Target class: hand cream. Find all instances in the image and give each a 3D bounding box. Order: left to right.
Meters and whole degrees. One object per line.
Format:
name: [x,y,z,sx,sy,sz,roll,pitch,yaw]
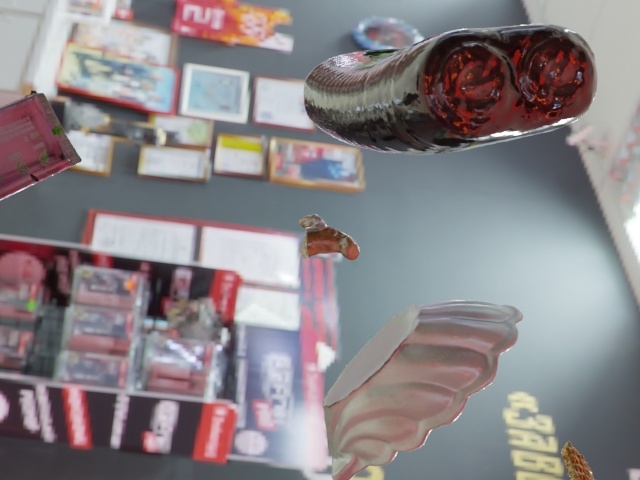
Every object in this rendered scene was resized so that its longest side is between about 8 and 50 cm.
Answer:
hand cream: [-0.335,-0.069,1.069,0.275,0.050,0.079,-38,128,-53]

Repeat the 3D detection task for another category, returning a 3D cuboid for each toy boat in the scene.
toy boat: [0.100,0.156,1.315,0.290,0.100,0.199,-46,-171,17]

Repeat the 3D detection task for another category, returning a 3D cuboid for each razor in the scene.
razor: [0.118,-0.148,1.153,0.349,0.204,0.113,-166,-113,-70]

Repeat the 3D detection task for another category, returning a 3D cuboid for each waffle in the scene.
waffle: [0.338,0.306,1.476,0.016,0.078,0.085,-34,-160,23]

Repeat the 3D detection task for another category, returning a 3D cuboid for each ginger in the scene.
ginger: [-0.001,0.000,1.213,0.097,0.048,0.030,34,-17,45]
